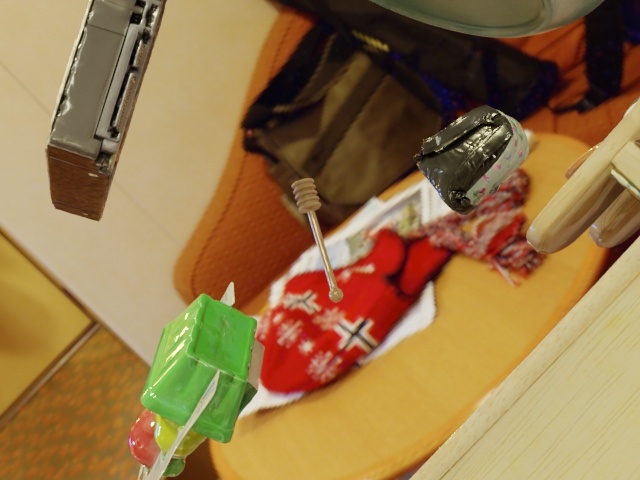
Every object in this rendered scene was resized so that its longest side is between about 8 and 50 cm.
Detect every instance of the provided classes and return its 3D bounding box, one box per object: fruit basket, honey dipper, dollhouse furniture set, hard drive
[{"bbox_3d":[-0.222,0.284,1.637,0.327,0.165,0.353,-87,20,-64],"label":"fruit basket"},{"bbox_3d":[0.000,0.000,1.242,0.030,0.161,0.030,-16,-15,-5],"label":"honey dipper"},{"bbox_3d":[0.249,0.113,0.595,0.256,0.362,0.394,-52,-26,23],"label":"dollhouse furniture set"},{"bbox_3d":[-0.202,-0.157,0.958,0.339,0.064,0.237,158,128,-74],"label":"hard drive"}]

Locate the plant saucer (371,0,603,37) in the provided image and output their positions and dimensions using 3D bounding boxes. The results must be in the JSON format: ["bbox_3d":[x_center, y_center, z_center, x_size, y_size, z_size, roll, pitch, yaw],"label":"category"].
[{"bbox_3d":[0.061,-0.229,0.742,0.044,0.317,0.317,-65,24,-3],"label":"plant saucer"}]

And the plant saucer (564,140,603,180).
[{"bbox_3d":[0.321,-0.094,1.149,0.083,0.013,0.083,-29,-18,-10],"label":"plant saucer"}]

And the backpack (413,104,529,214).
[{"bbox_3d":[0.277,-0.151,1.762,0.182,0.115,0.152,-45,62,18],"label":"backpack"}]

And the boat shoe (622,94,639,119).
[{"bbox_3d":[0.555,-0.214,1.271,0.340,0.127,0.113,-21,39,33],"label":"boat shoe"}]
